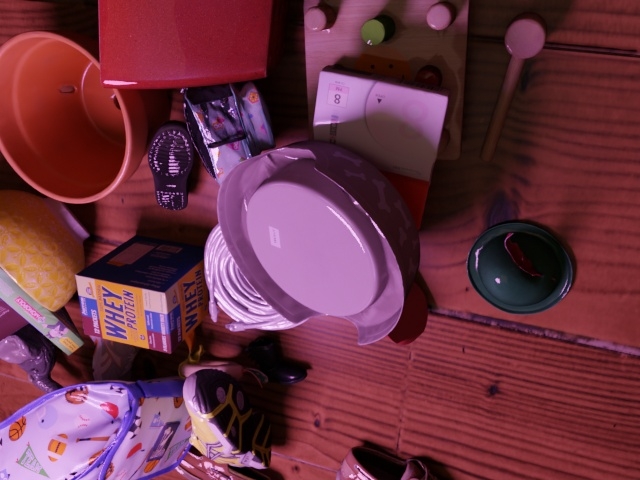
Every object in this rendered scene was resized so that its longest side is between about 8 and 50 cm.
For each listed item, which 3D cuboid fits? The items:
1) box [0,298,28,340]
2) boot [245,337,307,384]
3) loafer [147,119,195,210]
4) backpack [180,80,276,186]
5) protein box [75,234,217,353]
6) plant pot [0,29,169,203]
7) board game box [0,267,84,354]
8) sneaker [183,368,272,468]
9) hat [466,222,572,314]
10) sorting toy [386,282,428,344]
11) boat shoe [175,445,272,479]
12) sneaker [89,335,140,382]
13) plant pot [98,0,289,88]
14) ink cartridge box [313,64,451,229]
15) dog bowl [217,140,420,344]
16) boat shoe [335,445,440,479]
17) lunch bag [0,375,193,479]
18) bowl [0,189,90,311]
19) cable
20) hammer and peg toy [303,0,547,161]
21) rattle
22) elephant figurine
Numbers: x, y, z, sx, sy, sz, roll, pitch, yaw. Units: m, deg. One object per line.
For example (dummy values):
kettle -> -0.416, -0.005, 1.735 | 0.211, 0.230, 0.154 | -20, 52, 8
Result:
box -> -0.770, 0.125, 1.302 | 0.167, 0.203, 0.168 | -35, 69, -8
boot -> -0.096, 0.257, 1.285 | 0.121, 0.045, 0.099 | -6, 115, 28
loafer -> -0.276, -0.149, 1.115 | 0.080, 0.078, 0.220 | 10, 143, -12
backpack -> -0.154, -0.193, 1.036 | 0.145, 0.166, 0.188 | -12, 118, -9
protein box -> -0.342, 0.101, 1.212 | 0.200, 0.201, 0.135 | 9, 116, 16
plant pot -> -0.413, -0.235, 1.086 | 0.291, 0.203, 0.290 | 7, 114, 16
board game box -> -0.641, 0.088, 1.264 | 0.213, 0.046, 0.317 | 37, 161, 46
sneaker -> -0.215, 0.393, 1.247 | 0.147, 0.145, 0.384 | -8, 139, 9
hat -> 0.313, 0.076, 0.979 | 0.173, 0.183, 0.208 | -39, 96, 30
sorting toy -> 0.062, 0.030, 1.115 | 0.126, 0.127, 0.365 | -15, 107, 56
boat shoe -> -0.247, 0.537, 1.441 | 0.307, 0.111, 0.104 | 35, 95, 1
sneaker -> -0.460, 0.257, 1.389 | 0.121, 0.099, 0.262 | 4, 117, 10
plant pot -> -0.174, -0.372, 0.922 | 0.236, 0.267, 0.267 | 10, 116, 1
ink cartridge box -> 0.080, -0.130, 0.902 | 0.189, 0.066, 0.232 | 15, 115, 13
dog bowl -> 0.000, 0.000, 0.946 | 0.349, 0.102, 0.348 | 24, 135, 26
boat shoe -> 0.191, 0.531, 1.267 | 0.325, 0.123, 0.116 | 15, 115, 11
lunch bag -> -0.454, 0.420, 1.279 | 0.386, 0.328, 0.238 | -33, 70, 8
bowl -> -0.586, -0.008, 1.259 | 0.156, 0.289, 0.289 | -40, 98, -14
cable -> -0.105, 0.057, 1.175 | 0.257, 0.089, 0.257 | 2, 113, 18
hammer and peg toy -> 0.150, -0.244, 0.925 | 0.362, 0.127, 0.265 | 6, 115, 17
rattle -> -0.206, 0.240, 1.298 | 0.200, 0.142, 0.130 | -5, 156, 30
elephant figurine -> -0.709, 0.254, 1.451 | 0.240, 0.169, 0.186 | 19, 151, 7
